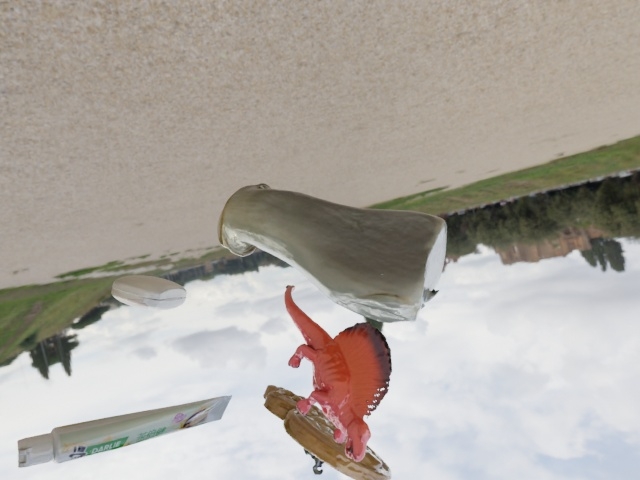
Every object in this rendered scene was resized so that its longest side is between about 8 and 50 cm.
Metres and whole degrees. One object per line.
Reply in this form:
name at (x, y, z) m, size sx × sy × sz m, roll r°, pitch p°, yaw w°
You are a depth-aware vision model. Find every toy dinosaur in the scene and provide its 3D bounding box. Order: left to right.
toy dinosaur at (0.023, 0.138, 0.652) m, size 0.070 × 0.286 × 0.139 m, roll 19°, pitch 129°, yaw -38°

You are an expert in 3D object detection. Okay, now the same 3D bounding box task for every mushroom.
mushroom at (0.000, 0.000, 0.608) m, size 0.329 × 0.122 × 0.159 m, roll 17°, pitch -170°, yaw 30°

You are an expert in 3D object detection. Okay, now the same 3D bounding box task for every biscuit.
biscuit at (0.004, 0.324, 0.844) m, size 0.202 × 0.044 × 0.289 m, roll 35°, pitch 172°, yaw -30°

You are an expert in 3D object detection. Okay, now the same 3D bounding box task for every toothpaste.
toothpaste at (-0.295, 0.296, 0.779) m, size 0.314 × 0.056 × 0.058 m, roll -1°, pitch 176°, yaw -34°

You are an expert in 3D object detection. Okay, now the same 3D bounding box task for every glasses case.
glasses case at (-0.284, 0.088, 0.835) m, size 0.081 × 0.051 × 0.204 m, roll 14°, pitch 175°, yaw 2°

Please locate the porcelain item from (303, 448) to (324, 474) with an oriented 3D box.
porcelain item at (-0.009, 0.540, 1.298) m, size 0.075 × 0.136 × 0.021 m, roll -32°, pitch 164°, yaw 14°
